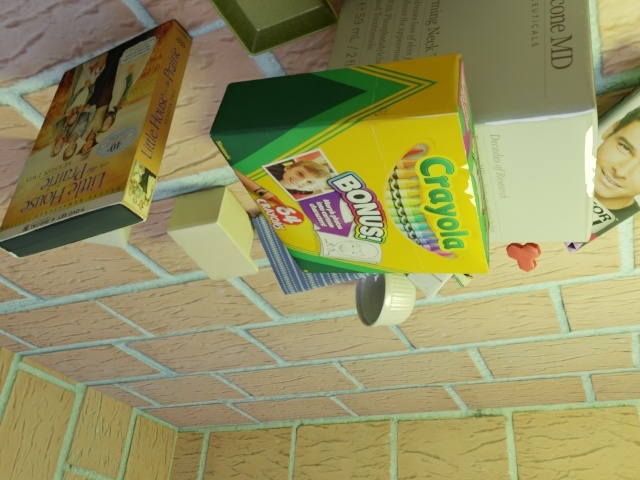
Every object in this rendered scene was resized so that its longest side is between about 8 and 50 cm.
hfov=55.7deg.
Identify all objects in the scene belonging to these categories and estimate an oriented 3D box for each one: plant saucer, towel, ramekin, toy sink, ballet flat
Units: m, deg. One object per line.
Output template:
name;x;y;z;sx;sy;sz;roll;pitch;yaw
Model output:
plant saucer;-0.086;-0.421;1.028;0.188;0.045;0.188;-12;144;24
towel;0.000;0.000;1.570;0.336;0.040;0.243;-16;101;30
ramekin;0.191;0.152;1.767;0.109;0.207;0.207;6;149;-20
toy sink;-0.270;-0.018;1.614;0.153;0.131;0.234;-10;140;21
ballet flat;0.401;0.082;1.778;0.052;0.057;0.168;-39;139;9

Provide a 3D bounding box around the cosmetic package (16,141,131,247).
cosmetic package;-0.589;-0.109;1.497;0.224;0.138;0.224;9;149;-7

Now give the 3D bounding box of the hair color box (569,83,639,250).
hair color box;0.600;-0.151;1.234;0.185;0.114;0.374;45;142;4

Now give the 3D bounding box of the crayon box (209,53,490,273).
crayon box;0.068;-0.079;0.872;0.313;0.106;0.363;0;148;22

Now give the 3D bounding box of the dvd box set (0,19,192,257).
dvd box set;-0.399;-0.187;1.088;0.308;0.420;0.062;-13;144;27

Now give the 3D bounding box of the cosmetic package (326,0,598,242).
cosmetic package;0.242;-0.210;1.022;0.394;0.329;0.327;-2;148;22

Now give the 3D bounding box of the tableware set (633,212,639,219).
tableware set;0.853;-0.085;1.475;0.141;0.020;0.169;21;143;-28

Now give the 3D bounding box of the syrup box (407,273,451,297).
syrup box;0.334;0.043;1.626;0.096;0.093;0.236;42;143;11

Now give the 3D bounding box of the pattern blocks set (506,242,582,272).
pattern blocks set;0.440;-0.090;1.332;0.325;0.026;0.285;49;143;-1
